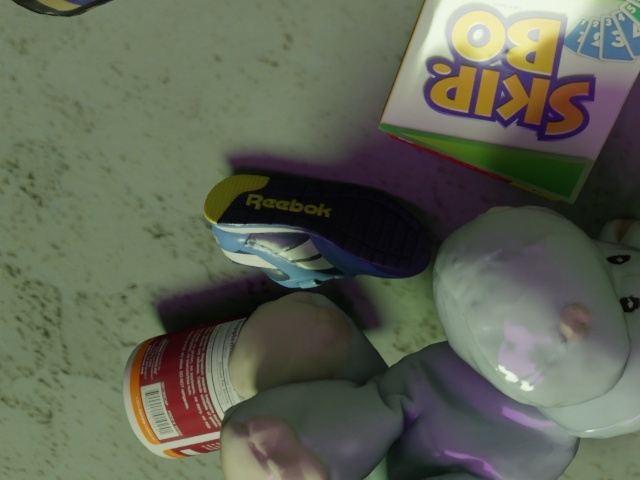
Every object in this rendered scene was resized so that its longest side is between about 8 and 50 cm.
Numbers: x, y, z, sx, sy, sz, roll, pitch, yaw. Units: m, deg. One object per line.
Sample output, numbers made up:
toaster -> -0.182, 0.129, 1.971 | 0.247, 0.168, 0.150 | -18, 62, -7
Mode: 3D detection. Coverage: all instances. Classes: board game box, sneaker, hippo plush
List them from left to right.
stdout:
sneaker -> 0.000, 0.000, 1.155 | 0.144, 0.053, 0.059 | 13, 140, 15
hippo plush -> 0.113, 0.111, 1.056 | 0.236, 0.234, 0.294 | -36, 135, 28
board game box -> 0.118, -0.121, 1.010 | 0.124, 0.039, 0.259 | 21, 138, 2

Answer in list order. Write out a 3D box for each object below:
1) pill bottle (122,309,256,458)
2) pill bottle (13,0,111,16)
pill bottle -> -0.049, 0.092, 1.231 | 0.152, 0.086, 0.086 | -15, 124, 31
pill bottle -> -0.072, -0.201, 0.942 | 0.219, 0.123, 0.123 | -17, 123, 32
